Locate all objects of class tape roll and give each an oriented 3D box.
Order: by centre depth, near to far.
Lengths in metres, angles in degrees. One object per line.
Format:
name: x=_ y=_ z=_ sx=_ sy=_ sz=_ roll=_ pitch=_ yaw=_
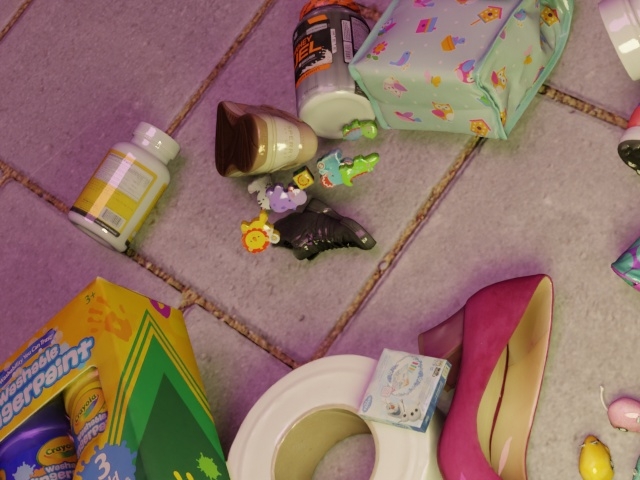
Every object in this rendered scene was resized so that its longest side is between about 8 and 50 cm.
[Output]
tape roll: x=0.025 y=0.287 z=1.870 sx=0.286 sy=0.100 sz=0.286 roll=-15 pitch=57 yaw=24

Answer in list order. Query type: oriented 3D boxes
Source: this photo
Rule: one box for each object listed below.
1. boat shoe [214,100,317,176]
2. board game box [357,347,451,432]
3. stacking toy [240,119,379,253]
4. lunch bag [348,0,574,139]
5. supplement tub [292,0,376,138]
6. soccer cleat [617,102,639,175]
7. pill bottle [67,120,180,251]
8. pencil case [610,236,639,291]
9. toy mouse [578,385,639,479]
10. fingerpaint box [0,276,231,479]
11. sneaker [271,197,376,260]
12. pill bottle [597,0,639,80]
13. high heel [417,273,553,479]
boat shoe: x=-0.083 y=-0.142 z=2.156 sx=0.302 sy=0.098 sz=0.109 roll=-162 pitch=72 yaw=-72
board game box: x=0.100 y=0.177 z=1.810 sx=0.090 sy=0.020 sz=0.090 roll=9 pitch=65 yaw=35
stacking toy: x=-0.010 y=-0.078 z=2.091 sx=0.221 sy=0.052 sz=0.167 roll=-30 pitch=20 yaw=13
lunch bag: x=0.200 y=-0.279 z=2.067 sx=0.223 sy=0.160 sz=0.262 roll=10 pitch=57 yaw=39
supplement tub: x=0.019 y=-0.251 z=2.186 sx=0.117 sy=0.117 sz=0.190 roll=-19 pitch=54 yaw=21
soccer cleat: x=0.513 y=-0.128 z=1.815 sx=0.318 sy=0.108 sz=0.116 roll=8 pitch=63 yaw=38
pill bottle: x=-0.290 y=-0.082 z=2.285 sx=0.103 sy=0.103 sz=0.184 roll=23 pitch=76 yaw=39
pencil case: x=0.421 y=0.003 z=1.816 sx=0.151 sy=0.064 sz=0.070 roll=-44 pitch=33 yaw=2
toy mouse: x=0.359 y=0.229 z=1.739 sx=0.143 sy=0.031 sz=0.161 roll=-16 pitch=55 yaw=23
fingerpaint box: x=-0.340 y=0.331 z=1.966 sx=0.445 sy=0.163 sz=0.371 roll=-40 pitch=48 yaw=24
sneaker: x=-0.001 y=-0.001 z=2.093 sx=0.089 sy=0.051 sz=0.170 roll=-49 pitch=43 yaw=-7
pill bottle: x=0.492 y=-0.307 z=1.901 sx=0.272 sy=0.152 sz=0.152 roll=-24 pitch=52 yaw=18
high heel: x=0.227 y=0.205 z=1.770 sx=0.181 sy=0.127 sz=0.377 roll=-32 pitch=48 yaw=21
